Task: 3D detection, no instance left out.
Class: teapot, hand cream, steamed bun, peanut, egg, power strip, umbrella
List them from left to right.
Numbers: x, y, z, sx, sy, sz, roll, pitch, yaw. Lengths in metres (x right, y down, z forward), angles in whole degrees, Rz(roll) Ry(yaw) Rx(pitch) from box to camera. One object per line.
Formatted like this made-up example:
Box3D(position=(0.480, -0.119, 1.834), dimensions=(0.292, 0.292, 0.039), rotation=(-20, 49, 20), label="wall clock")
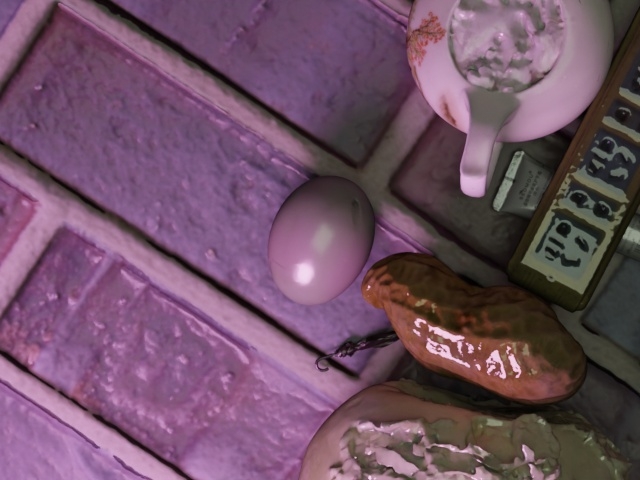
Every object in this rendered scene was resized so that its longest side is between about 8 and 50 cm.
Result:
Box3D(position=(0.000, 0.000, 1.644), dimensions=(0.103, 0.103, 0.135), rotation=(23, 95, -1), label="egg")
Box3D(position=(0.050, 0.106, 1.695), dimensions=(0.122, 0.013, 0.022), rotation=(-23, 105, 1), label="umbrella")
Box3D(position=(0.137, 0.303, 1.598), dimensions=(0.334, 0.233, 0.312), rotation=(2, 93, 2), label="steamed bun")
Box3D(position=(0.150, 0.086, 1.593), dimensions=(0.233, 0.197, 0.110), rotation=(19, 90, 18), label="peanut")
Box3D(position=(0.184, -0.188, 1.603), dimensions=(0.204, 0.139, 0.298), rotation=(7, 91, 7), label="teapot")
Box3D(position=(0.276, -0.024, 1.674), dimensions=(0.194, 0.042, 0.067), rotation=(25, 98, 4), label="hand cream")
Box3D(position=(0.308, -0.115, 1.630), dimensions=(0.092, 0.066, 0.387), rotation=(27, 85, 6), label="power strip")
